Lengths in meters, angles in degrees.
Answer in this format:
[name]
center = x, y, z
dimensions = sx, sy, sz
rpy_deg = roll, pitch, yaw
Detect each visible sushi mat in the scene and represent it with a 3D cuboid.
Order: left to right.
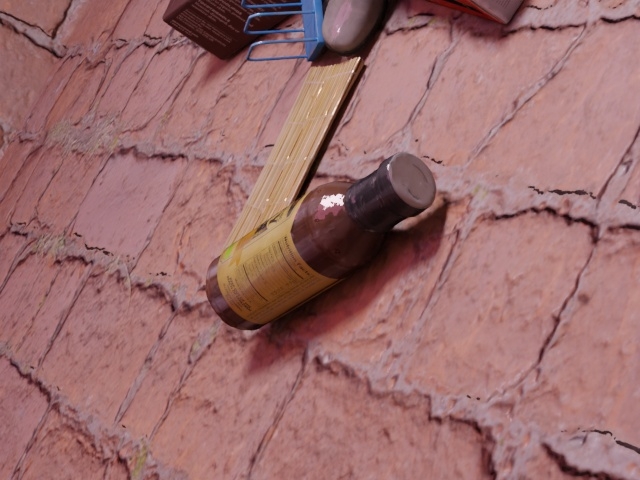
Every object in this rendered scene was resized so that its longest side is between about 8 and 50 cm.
[sushi mat]
center = -0.043, -0.106, 2.039
dimensions = 0.151, 0.019, 0.316
rpy_deg = 5, 67, 62

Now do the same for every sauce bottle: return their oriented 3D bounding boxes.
[sauce bottle]
center = 0.000, 0.000, 1.732
dimensions = 0.344, 0.111, 0.111
rpy_deg = -32, 36, 43

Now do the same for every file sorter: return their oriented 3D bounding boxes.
[file sorter]
center = -0.058, -0.348, 2.119
dimensions = 0.118, 0.104, 0.170
rpy_deg = 146, 120, -79

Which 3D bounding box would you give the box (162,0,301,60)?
[box]
center = -0.084, -0.455, 2.377
dimensions = 0.381, 0.143, 0.191
rpy_deg = -24, 41, 50

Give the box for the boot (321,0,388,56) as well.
[boot]
center = 0.045, -0.384, 1.993
dimensions = 0.083, 0.161, 0.246
rpy_deg = 21, 82, 26

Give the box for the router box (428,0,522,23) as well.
[router box]
center = 0.225, -0.444, 1.835
dimensions = 0.335, 0.082, 0.301
rpy_deg = -58, 24, 3

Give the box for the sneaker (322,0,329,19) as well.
[sneaker]
center = 0.043, -0.386, 2.147
dimensions = 0.152, 0.058, 0.084
rpy_deg = -54, 32, 26
